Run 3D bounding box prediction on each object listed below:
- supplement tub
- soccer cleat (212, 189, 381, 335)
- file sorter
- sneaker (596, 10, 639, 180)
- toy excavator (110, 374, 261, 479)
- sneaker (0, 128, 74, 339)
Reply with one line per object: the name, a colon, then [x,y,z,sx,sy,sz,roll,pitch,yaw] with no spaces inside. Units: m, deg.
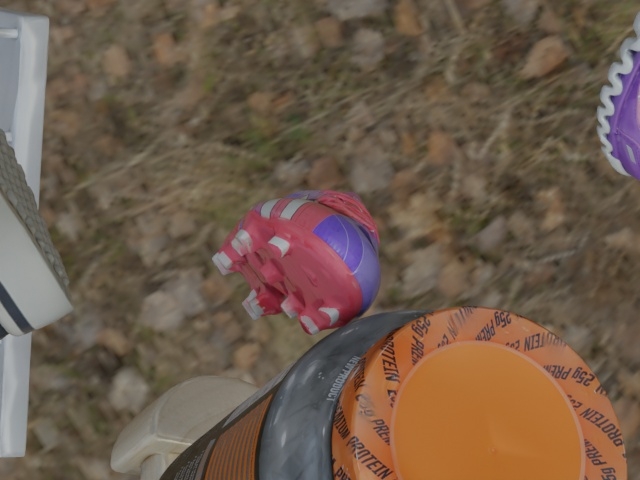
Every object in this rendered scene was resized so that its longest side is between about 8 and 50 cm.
supplement tub: [0.028,0.155,1.101,0.193,0.193,0.316,54,151,3]
soccer cleat: [0.000,0.000,1.153,0.095,0.248,0.083,-37,95,-12]
file sorter: [-0.292,-0.016,1.267,0.193,0.173,0.277,20,107,60]
sneaker: [0.279,-0.133,1.439,0.104,0.095,0.236,35,129,29]
toy excavator: [-0.010,0.365,1.373,0.445,0.433,0.222,36,144,-12]
sneaker: [-0.175,-0.033,0.656,0.127,0.321,0.126,-21,63,-5]
